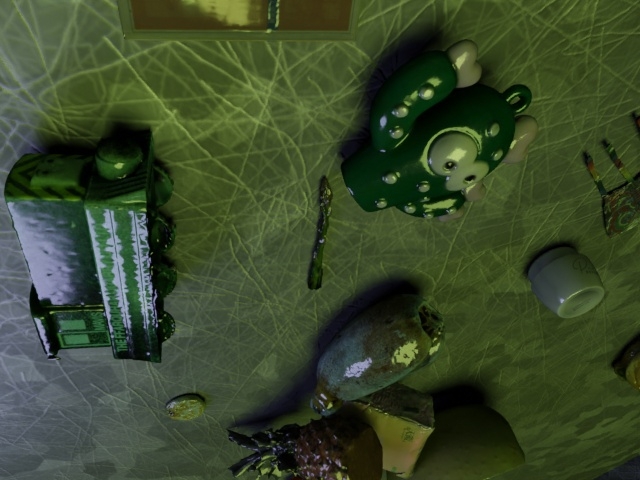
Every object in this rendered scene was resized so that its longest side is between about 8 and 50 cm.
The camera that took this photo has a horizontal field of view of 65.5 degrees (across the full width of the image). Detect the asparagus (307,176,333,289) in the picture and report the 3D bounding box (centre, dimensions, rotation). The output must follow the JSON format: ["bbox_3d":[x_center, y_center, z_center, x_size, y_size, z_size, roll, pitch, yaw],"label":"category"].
[{"bbox_3d":[0.000,0.000,0.759,0.022,0.023,0.233,-47,155,-40],"label":"asparagus"}]

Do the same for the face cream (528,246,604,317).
[{"bbox_3d":[0.460,0.078,0.936,0.117,0.104,0.117,-10,135,-10],"label":"face cream"}]

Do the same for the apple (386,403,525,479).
[{"bbox_3d":[0.333,0.578,1.267,0.360,0.312,0.320,-25,110,12],"label":"apple"}]

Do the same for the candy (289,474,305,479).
[{"bbox_3d":[0.007,0.643,1.381,0.078,0.084,0.288,31,111,-35],"label":"candy"}]

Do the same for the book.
[{"bbox_3d":[-0.069,-0.269,0.463,0.241,0.018,0.170,-6,136,-14],"label":"book"}]

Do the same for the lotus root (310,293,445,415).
[{"bbox_3d":[0.083,0.213,0.925,0.322,0.140,0.158,-40,158,29],"label":"lotus root"}]

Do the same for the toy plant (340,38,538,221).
[{"bbox_3d":[0.149,-0.118,0.625,0.232,0.113,0.243,17,132,-30],"label":"toy plant"}]

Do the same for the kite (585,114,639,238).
[{"bbox_3d":[0.527,-0.104,0.844,0.152,0.015,0.285,-41,135,18],"label":"kite"}]

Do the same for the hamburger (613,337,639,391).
[{"bbox_3d":[0.963,0.324,1.341,0.265,0.134,0.285,-9,134,-13],"label":"hamburger"}]

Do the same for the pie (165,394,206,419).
[{"bbox_3d":[-0.271,0.338,1.007,0.085,0.017,0.085,-9,135,-9],"label":"pie"}]

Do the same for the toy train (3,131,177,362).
[{"bbox_3d":[-0.268,0.025,0.610,0.178,0.138,0.330,0,133,-13],"label":"toy train"}]

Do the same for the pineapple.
[{"bbox_3d":[-0.042,0.446,1.044,0.364,0.166,0.165,-18,145,41],"label":"pineapple"}]

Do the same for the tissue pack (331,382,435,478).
[{"bbox_3d":[0.130,0.400,1.100,0.215,0.123,0.257,15,134,12],"label":"tissue pack"}]
